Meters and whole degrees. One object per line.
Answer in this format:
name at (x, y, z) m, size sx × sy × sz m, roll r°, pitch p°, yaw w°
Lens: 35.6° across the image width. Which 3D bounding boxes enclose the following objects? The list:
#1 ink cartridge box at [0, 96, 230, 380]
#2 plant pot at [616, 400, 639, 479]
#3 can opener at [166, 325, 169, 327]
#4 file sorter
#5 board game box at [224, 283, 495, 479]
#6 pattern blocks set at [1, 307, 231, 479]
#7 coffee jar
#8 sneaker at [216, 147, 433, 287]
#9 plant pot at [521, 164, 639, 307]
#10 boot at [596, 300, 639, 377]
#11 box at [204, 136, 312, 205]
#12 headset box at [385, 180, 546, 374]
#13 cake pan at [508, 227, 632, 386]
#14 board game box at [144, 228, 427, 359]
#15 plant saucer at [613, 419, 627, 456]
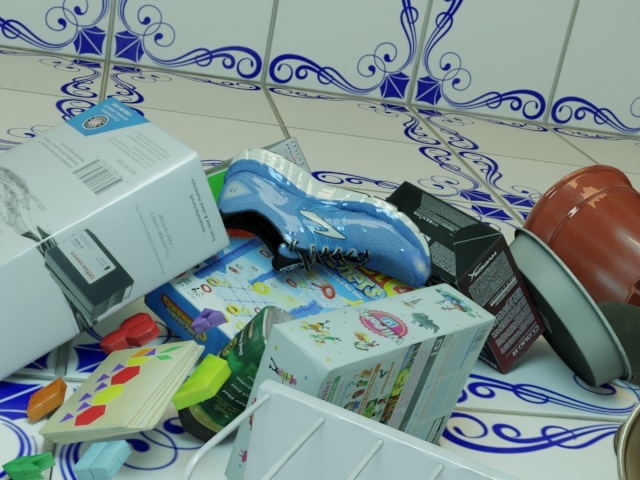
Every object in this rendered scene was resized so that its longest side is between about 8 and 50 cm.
ink cartridge box at (-0.374, -0.010, 1.373) m, size 0.395 × 0.166 × 0.285 m, roll -31°, pitch 37°, yaw -20°
plant pot at (0.493, 0.292, 1.247) m, size 0.237 × 0.237 × 0.109 m, roll 20°, pitch -19°, yaw 22°
can opener at (-0.153, 0.089, 1.610) m, size 0.093 × 0.074 × 0.280 m, roll 48°, pitch 29°, yaw 2°
file sorter at (0.017, 0.295, 0.951) m, size 0.278 × 0.192 × 0.173 m, roll 18°, pitch 24°, yaw 19°
board game box at (0.052, 0.185, 1.202) m, size 0.303 × 0.224 × 0.097 m, roll -11°, pitch 38°, yaw -46°
pattern blocks set at (-0.232, 0.179, 1.191) m, size 0.286 × 0.026 × 0.325 m, roll -6°, pitch 26°, yaw 36°
coffee jar at (-0.099, 0.169, 1.233) m, size 0.079 × 0.184 × 0.096 m, roll 36°, pitch 28°, yaw -21°
sneaker at (0.000, 0.000, 1.418) m, size 0.330 × 0.129 × 0.147 m, roll 23°, pitch 63°, yaw 6°
plant pot at (0.554, 0.040, 1.843) m, size 0.273 × 0.272 × 0.265 m, roll -1°, pitch 32°, yaw -29°
boot at (0.559, 0.201, 1.632) m, size 0.305 × 0.112 × 0.115 m, roll 33°, pitch -10°, yaw 47°
box at (-0.171, -0.068, 1.739) m, size 0.262 × 0.126 × 0.231 m, roll -20°, pitch 8°, yaw 22°
headset box at (0.219, 0.069, 1.585) m, size 0.110 × 0.293 × 0.218 m, roll -45°, pitch 45°, yaw -12°
cake pan at (0.377, 0.113, 1.574) m, size 0.054 × 0.293 × 0.293 m, roll -34°, pitch 28°, yaw -1°
board game box at (-0.043, 0.088, 1.446) m, size 0.302 × 0.086 × 0.308 m, roll -26°, pitch 50°, yaw -37°
plant saucer at (0.555, 0.312, 1.400) m, size 0.278 × 0.041 × 0.278 m, roll 11°, pitch 20°, yaw -4°
